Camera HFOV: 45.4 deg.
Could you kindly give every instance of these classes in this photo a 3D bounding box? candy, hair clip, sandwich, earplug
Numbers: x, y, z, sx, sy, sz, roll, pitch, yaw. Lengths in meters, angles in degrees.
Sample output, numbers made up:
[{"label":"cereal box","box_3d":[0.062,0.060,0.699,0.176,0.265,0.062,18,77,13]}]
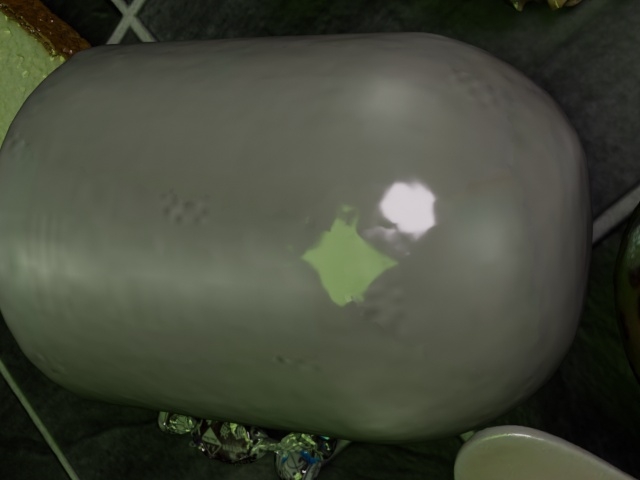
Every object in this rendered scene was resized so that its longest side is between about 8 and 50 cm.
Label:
[{"label":"candy","box_3d":[-0.087,0.206,0.829,0.226,0.051,0.094,5,90,27]},{"label":"hair clip","box_3d":[0.190,0.222,0.543,0.172,0.282,0.113,-37,36,28]},{"label":"sandwich","box_3d":[-0.308,-0.113,0.870,0.301,0.099,0.271,35,118,17]},{"label":"earplug","box_3d":[0.000,0.000,0.592,0.393,0.312,0.313,5,101,27]}]

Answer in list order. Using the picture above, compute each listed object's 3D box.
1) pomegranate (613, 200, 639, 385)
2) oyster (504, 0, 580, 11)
[{"label":"pomegranate","box_3d":[0.306,0.031,0.429,0.242,0.306,0.243,1,84,-9]},{"label":"oyster","box_3d":[0.110,-0.281,0.587,0.336,0.133,0.198,4,93,24]}]
